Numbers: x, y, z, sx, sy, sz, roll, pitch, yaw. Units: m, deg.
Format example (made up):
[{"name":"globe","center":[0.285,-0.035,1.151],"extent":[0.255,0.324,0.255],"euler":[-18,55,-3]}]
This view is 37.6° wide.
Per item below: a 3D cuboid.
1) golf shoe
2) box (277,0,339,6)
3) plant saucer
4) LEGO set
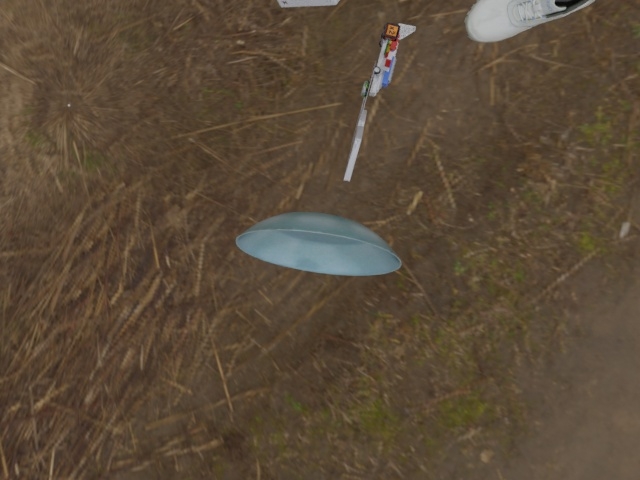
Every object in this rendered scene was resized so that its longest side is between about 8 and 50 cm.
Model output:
[{"name":"golf shoe","center":[0.263,-0.294,1.159],"extent":[0.176,0.086,0.069],"euler":[-22,105,9]},{"name":"box","center":[-0.017,-0.371,1.227],"extent":[0.087,0.102,0.101],"euler":[-57,137,-26]},{"name":"plant saucer","center":[0.000,0.000,1.093],"extent":[0.195,0.195,0.037],"euler":[13,75,-16]},{"name":"LEGO set","center":[0.093,-0.230,1.451],"extent":[0.060,0.182,0.244],"euler":[14,121,-1]}]
